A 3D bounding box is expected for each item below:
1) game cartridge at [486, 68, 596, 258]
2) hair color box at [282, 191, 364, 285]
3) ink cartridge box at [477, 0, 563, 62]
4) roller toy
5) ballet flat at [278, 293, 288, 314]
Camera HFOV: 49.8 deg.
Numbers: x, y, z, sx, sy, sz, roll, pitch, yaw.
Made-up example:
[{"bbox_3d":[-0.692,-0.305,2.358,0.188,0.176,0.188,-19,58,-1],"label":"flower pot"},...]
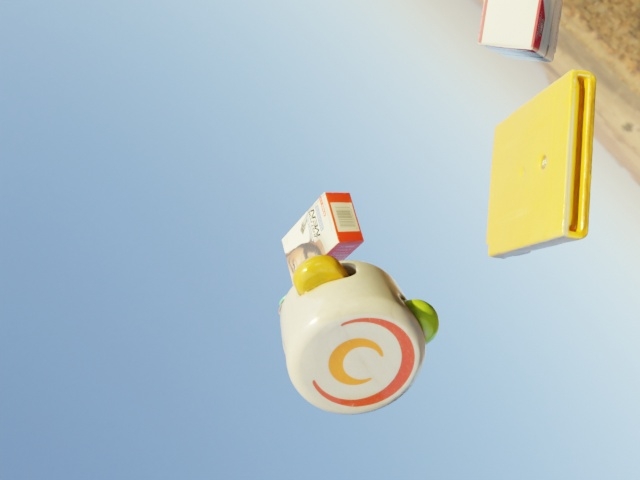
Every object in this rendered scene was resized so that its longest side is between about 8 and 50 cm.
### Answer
[{"bbox_3d":[0.393,-0.121,1.264,0.053,0.285,0.324,7,172,-7],"label":"game cartridge"},{"bbox_3d":[0.000,0.000,1.147,0.053,0.167,0.093,-2,-117,-30],"label":"hair color box"},{"bbox_3d":[0.232,-0.266,0.781,0.063,0.109,0.150,11,-168,24],"label":"ink cartridge box"},{"bbox_3d":[0.039,0.131,0.968,0.209,0.191,0.146,19,-159,-18],"label":"roller toy"},{"bbox_3d":[-0.014,0.138,1.172,0.079,0.077,0.221,56,-179,16],"label":"ballet flat"}]
